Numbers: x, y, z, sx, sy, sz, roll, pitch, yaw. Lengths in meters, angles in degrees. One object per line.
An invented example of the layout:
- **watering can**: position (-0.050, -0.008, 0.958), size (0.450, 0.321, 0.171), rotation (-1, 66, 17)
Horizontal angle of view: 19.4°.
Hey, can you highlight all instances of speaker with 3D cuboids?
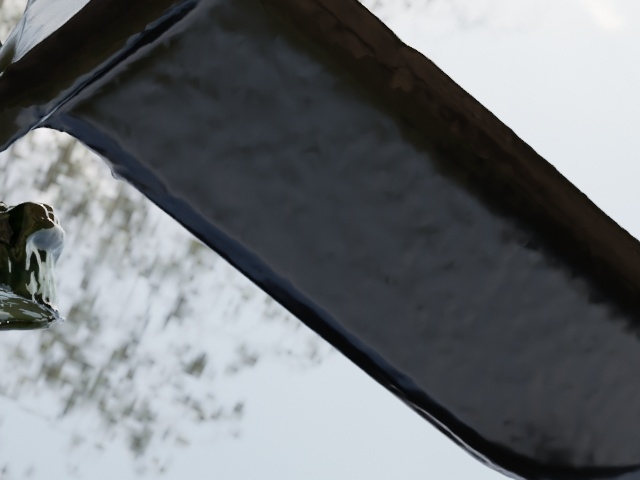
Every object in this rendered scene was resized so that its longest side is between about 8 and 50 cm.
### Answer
- **speaker**: position (0.000, 0.000, 0.851), size (0.388, 0.184, 0.180), rotation (38, -177, -17)

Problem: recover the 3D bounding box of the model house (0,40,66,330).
- **model house**: position (-0.320, -0.077, 1.355), size (0.261, 0.321, 0.266), rotation (12, -103, -46)
